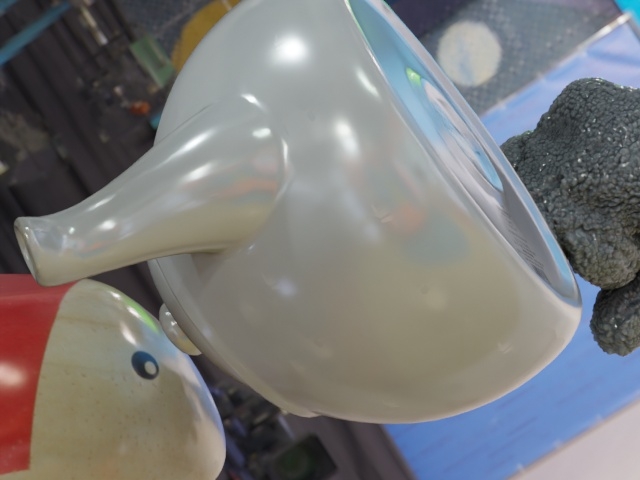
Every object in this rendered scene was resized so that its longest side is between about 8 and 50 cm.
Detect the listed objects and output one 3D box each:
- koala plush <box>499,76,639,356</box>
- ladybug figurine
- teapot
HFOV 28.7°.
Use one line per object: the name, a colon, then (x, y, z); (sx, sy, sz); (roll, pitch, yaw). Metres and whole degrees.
koala plush: (0.152, -0.003, 0.929); (0.221, 0.196, 0.203); (-26, -27, -21)
ladybug figurine: (-0.292, 0.112, 0.859); (0.450, 0.161, 0.305); (-3, 7, -1)
teapot: (0.000, 0.000, 0.643); (0.187, 0.256, 0.252); (-36, 21, 16)
